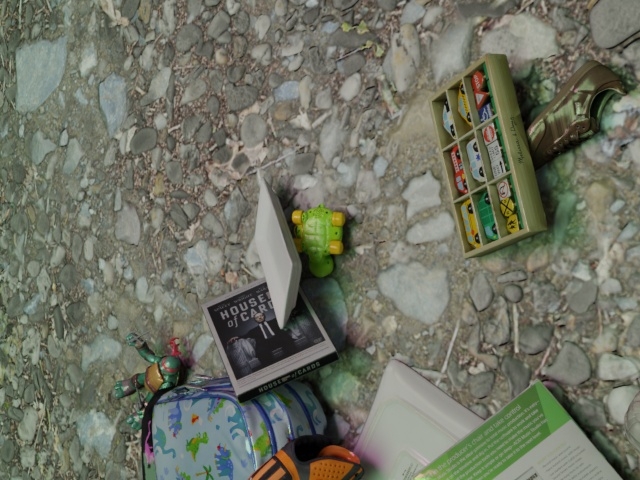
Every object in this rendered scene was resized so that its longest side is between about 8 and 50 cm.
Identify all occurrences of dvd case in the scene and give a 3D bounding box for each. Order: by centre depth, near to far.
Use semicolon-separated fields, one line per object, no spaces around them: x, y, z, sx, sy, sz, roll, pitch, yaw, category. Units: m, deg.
-0.092;0.155;1.408;0.179;0.029;0.238;-24;41;-8;dvd case

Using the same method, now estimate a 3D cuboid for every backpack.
-0.155;0.370;1.450;0.356;0.273;0.289;-12;74;21;backpack

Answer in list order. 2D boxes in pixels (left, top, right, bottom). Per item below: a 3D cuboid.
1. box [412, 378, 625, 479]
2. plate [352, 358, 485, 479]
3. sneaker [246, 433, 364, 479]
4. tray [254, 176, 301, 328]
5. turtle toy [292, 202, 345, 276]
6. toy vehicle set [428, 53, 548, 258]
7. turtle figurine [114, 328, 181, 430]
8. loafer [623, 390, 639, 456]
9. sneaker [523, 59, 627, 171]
0.311;0.383;1.104;0.232;0.058;0.322;-38;63;2;box
0.154;0.374;1.301;0.278;0.045;0.277;32;107;36;plate
0.018;0.431;1.301;0.180;0.321;0.125;-47;39;-12;sneaker
-0.075;0.017;1.438;0.270;0.030;0.145;-111;27;-52;tray
0.000;0.000;1.431;0.095;0.066;0.130;4;93;16;turtle toy
0.242;-0.120;1.213;0.166;0.035;0.266;146;116;-62;toy vehicle set
-0.347;0.286;1.674;0.234;0.118;0.175;-51;42;43;turtle figurine
0.514;0.294;0.980;0.319;0.112;0.111;38;147;33;loafer
0.349;-0.160;1.152;0.071;0.066;0.188;46;116;30;sneaker
